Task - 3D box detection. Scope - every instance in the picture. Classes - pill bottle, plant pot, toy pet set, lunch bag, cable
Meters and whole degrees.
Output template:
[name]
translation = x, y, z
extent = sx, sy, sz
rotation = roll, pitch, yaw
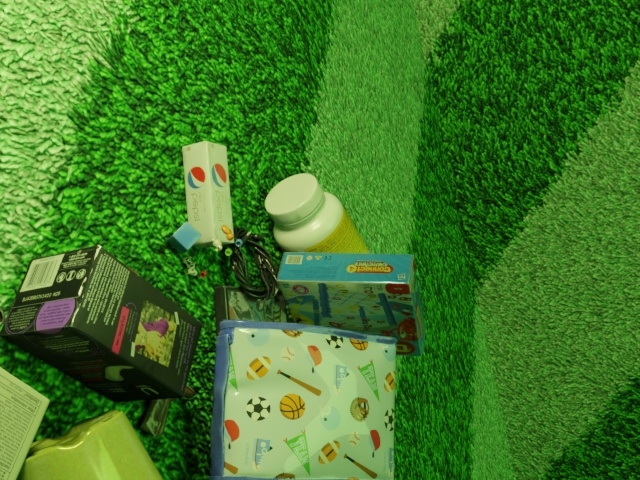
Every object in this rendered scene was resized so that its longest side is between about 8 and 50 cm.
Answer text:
[pill bottle]
translation = 0.000, 0.000, 1.869
extent = 0.334, 0.187, 0.188
rotation = 58, 36, -36
[plant pot]
translation = -0.332, 0.402, 1.102
extent = 0.276, 0.276, 0.254
rotation = -24, 91, -61
[toy pet set]
translation = -0.241, 0.013, 1.498
extent = 0.114, 0.122, 0.065
rotation = 45, 17, -10
[lunch bag]
translation = -0.052, 0.341, 1.536
extent = 0.385, 0.238, 0.328
rotation = 13, 70, -36
[cable]
translation = -0.152, 0.054, 1.682
extent = 0.150, 0.047, 0.185
rotation = 36, 38, -52

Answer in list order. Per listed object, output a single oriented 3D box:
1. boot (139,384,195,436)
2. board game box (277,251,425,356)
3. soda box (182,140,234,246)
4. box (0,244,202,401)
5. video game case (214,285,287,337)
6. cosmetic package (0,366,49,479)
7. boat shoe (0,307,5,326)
[boot]
translation = -0.287, 0.321, 1.401
extent = 0.106, 0.037, 0.114
rotation = 34, 48, -37
[board game box]
translation = 0.082, 0.155, 1.777
extent = 0.302, 0.308, 0.086
rotation = 72, 24, -47
[soda box]
translation = -0.239, -0.097, 1.585
extent = 0.074, 0.069, 0.216
rotation = 7, 75, -61
[box]
translation = -0.345, 0.145, 1.212
extent = 0.270, 0.165, 0.143
rotation = 49, 41, -45
[video game case]
translation = -0.147, 0.245, 1.685
extent = 0.248, 0.035, 0.275
rotation = 12, 71, -60
[cosmetic package]
translation = -0.492, 0.311, 0.950
extent = 0.160, 0.113, 0.310
rotation = 53, 39, -40
[boat shoe]
translation = -0.538, 0.068, 0.957
extent = 0.285, 0.092, 0.103
rotation = 35, 52, -53
